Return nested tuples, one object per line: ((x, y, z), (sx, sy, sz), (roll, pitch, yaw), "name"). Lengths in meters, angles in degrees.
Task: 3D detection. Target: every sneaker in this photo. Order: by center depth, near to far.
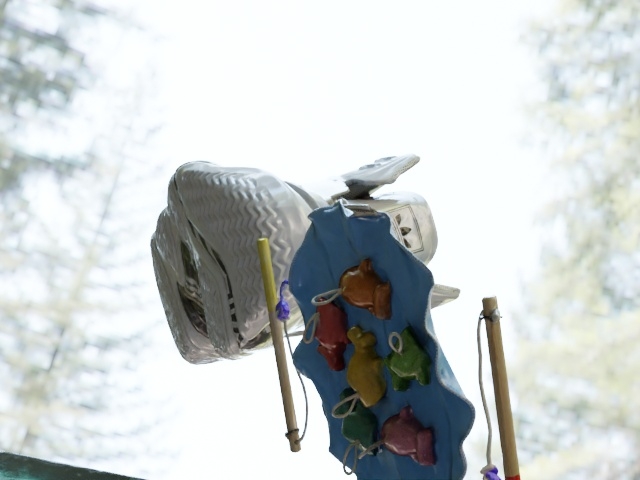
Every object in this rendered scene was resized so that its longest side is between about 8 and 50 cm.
((0.000, 0.000, 1.257), (0.210, 0.137, 0.366), (-16, -5, -14), "sneaker")

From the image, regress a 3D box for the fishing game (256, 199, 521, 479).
((0.023, 0.069, 0.945), (0.041, 0.189, 0.264), (-15, 17, -25), "fishing game")

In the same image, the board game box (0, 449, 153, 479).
((-0.178, 0.185, 1.065), (0.186, 0.126, 0.026), (9, -50, 10), "board game box")
